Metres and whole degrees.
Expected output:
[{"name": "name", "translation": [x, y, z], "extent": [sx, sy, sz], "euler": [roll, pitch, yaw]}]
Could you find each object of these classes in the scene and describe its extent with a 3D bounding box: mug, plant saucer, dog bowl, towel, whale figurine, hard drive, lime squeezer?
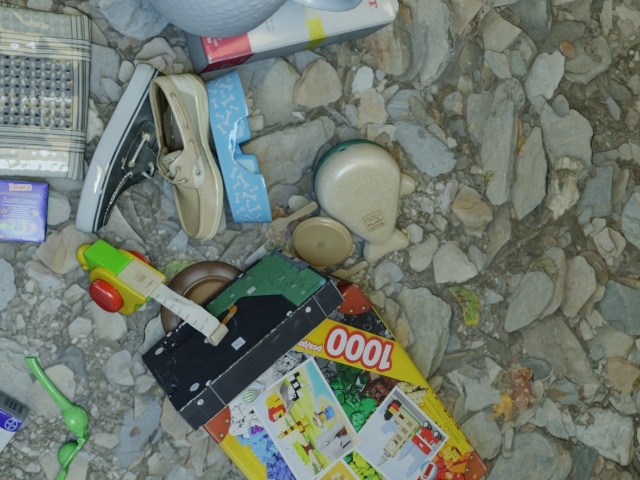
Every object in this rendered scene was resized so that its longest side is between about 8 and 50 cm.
[{"name": "mug", "translation": [-0.099, -0.459, 1.112], "extent": [0.373, 0.328, 0.276], "euler": [23, 87, -17]}, {"name": "plant saucer", "translation": [-0.213, 0.139, 1.422], "extent": [0.198, 0.036, 0.199], "euler": [-1, 93, -20]}, {"name": "dog bowl", "translation": [-0.160, -0.170, 1.367], "extent": [0.074, 0.166, 0.298], "euler": [-13, 97, -6]}, {"name": "towel", "translation": [-0.576, -0.270, 1.270], "extent": [0.324, 0.056, 0.313], "euler": [4, 91, -18]}, {"name": "whale figurine", "translation": [0.089, -0.085, 1.480], "extent": [0.216, 0.141, 0.272], "euler": [-26, 124, 4]}, {"name": "hard drive", "translation": [-0.144, 0.162, 1.302], "extent": [0.339, 0.237, 0.064], "euler": [-41, 120, -13]}, {"name": "lime squeezer", "translation": [-0.483, 0.370, 1.329], "extent": [0.109, 0.059, 0.311], "euler": [-1, 94, -19]}]

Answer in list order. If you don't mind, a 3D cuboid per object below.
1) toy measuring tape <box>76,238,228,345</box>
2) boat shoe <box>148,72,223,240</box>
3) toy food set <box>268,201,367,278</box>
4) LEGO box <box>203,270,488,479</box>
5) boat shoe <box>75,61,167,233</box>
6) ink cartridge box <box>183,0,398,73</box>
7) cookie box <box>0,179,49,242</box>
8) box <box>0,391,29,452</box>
[{"name": "toy measuring tape", "translation": [-0.311, 0.108, 1.311], "extent": [0.330, 0.121, 0.121], "euler": [31, 81, 12]}, {"name": "boat shoe", "translation": [-0.248, -0.142, 1.288], "extent": [0.098, 0.109, 0.303], "euler": [-19, 110, -48]}, {"name": "toy food set", "translation": [0.000, 0.000, 1.452], "extent": [0.132, 0.039, 0.192], "euler": [-26, 119, 26]}, {"name": "LEGO box", "translation": [0.032, 0.372, 1.415], "extent": [0.372, 0.193, 0.500], "euler": [-41, 108, -13]}, {"name": "boat shoe", "translation": [-0.341, -0.160, 1.319], "extent": [0.119, 0.121, 0.335], "euler": [23, 83, -14]}, {"name": "ink cartridge box", "translation": [-0.079, -0.500, 1.373], "extent": [0.384, 0.160, 0.280], "euler": [-17, 97, -16]}, {"name": "cookie box", "translation": [-0.539, -0.052, 1.299], "extent": [0.091, 0.040, 0.107], "euler": [4, 91, -19]}, {"name": "box", "translation": [-0.610, 0.330, 1.267], "extent": [0.126, 0.072, 0.137], "euler": [37, 89, -16]}]
